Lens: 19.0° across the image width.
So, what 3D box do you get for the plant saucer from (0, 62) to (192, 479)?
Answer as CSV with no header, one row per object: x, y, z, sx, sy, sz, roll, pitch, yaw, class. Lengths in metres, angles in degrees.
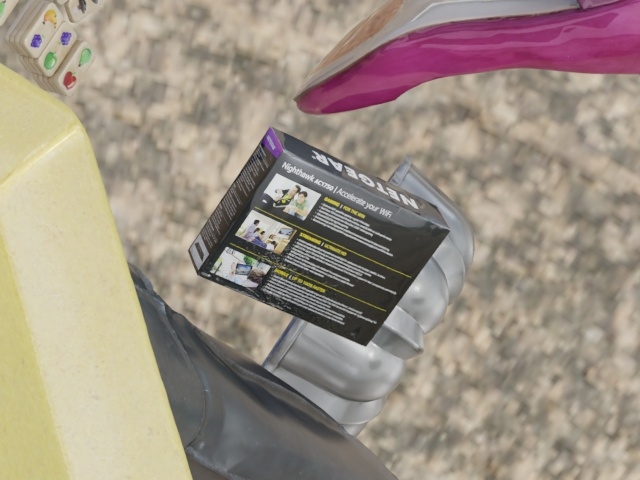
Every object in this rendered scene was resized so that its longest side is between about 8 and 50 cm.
-0.186,0.048,1.011,0.081,0.333,0.332,-22,72,13,plant saucer

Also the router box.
0.000,0.000,1.598,0.179,0.133,0.046,25,22,-29,router box

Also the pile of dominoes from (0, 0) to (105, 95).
-0.304,-0.252,1.910,0.040,0.251,0.196,14,63,34,pile of dominoes

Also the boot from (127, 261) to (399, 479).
-0.140,0.070,1.466,0.146,0.445,0.367,-43,56,10,boot

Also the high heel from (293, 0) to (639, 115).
0.152,-0.146,1.636,0.181,0.377,0.127,51,41,-17,high heel

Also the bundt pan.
0.046,0.080,1.948,0.124,0.331,0.331,34,57,-1,bundt pan
